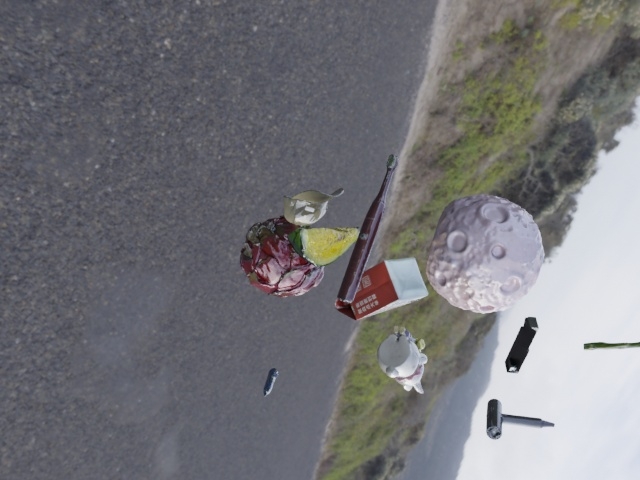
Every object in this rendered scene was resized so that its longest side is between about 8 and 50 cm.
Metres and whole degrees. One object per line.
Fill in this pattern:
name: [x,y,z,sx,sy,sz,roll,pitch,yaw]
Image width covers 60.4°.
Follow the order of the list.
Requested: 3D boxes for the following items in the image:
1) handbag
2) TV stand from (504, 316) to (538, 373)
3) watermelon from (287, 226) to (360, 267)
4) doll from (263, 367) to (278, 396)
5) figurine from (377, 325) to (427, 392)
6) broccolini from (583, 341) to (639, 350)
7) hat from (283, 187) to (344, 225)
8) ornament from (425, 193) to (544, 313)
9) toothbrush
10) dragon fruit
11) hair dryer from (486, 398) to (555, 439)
handbag: [0.198,0.180,1.869,0.171,0.151,0.298,-3,156,-42]
TV stand: [0.684,0.359,1.870,0.049,0.040,0.256,-83,178,-47]
watermelon: [0.000,0.000,1.628,0.129,0.123,0.301,-52,155,23]
doll: [-0.143,0.404,1.567,0.037,0.027,0.125,-59,-175,18]
figurine: [0.264,0.374,1.690,0.235,0.127,0.155,50,35,-50]
broccolini: [0.882,0.287,1.549,0.057,0.255,0.071,-32,115,-58]
hat: [-0.011,-0.101,1.749,0.166,0.173,0.144,-5,106,-33]
ornament: [0.355,0.029,1.181,0.259,0.225,0.259,19,90,-73]
toothbrush: [0.113,-0.031,1.236,0.041,0.041,0.363,59,50,-69]
dragon fruit: [-0.134,0.063,2.045,0.329,0.329,0.329,-49,159,-25]
hair dryer: [0.590,0.542,1.621,0.173,0.195,0.050,-34,129,-67]
